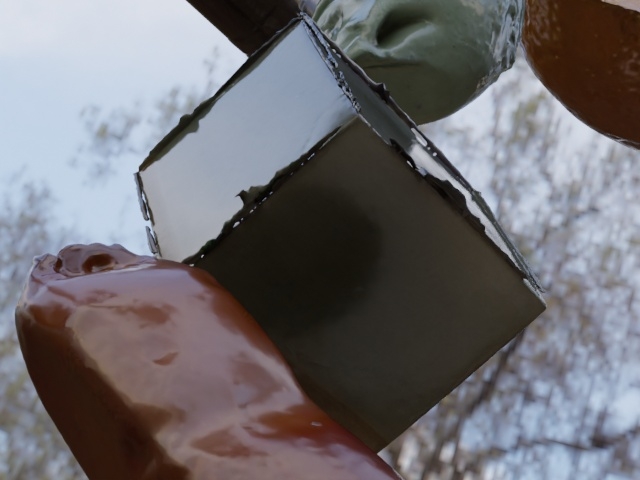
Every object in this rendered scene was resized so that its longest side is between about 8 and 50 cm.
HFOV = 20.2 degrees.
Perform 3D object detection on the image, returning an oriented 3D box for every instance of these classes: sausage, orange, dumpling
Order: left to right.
[{"bbox_3d":[-0.006,0.127,0.705,0.348,0.097,0.094,44,-53,27],"label":"sausage"},{"bbox_3d":[0.055,-0.115,1.065,0.108,0.219,0.152,48,-46,12],"label":"dumpling"},{"bbox_3d":[0.319,-0.191,1.517,0.310,0.274,0.274,-28,-41,-9],"label":"orange"}]

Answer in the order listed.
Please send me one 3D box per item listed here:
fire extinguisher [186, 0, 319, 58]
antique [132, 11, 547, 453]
[{"bbox_3d":[-0.105,-0.236,1.290,0.268,0.072,0.089,41,-47,-24],"label":"fire extinguisher"},{"bbox_3d":[0.000,0.000,0.883,0.148,0.146,0.152,-42,-65,10],"label":"antique"}]
